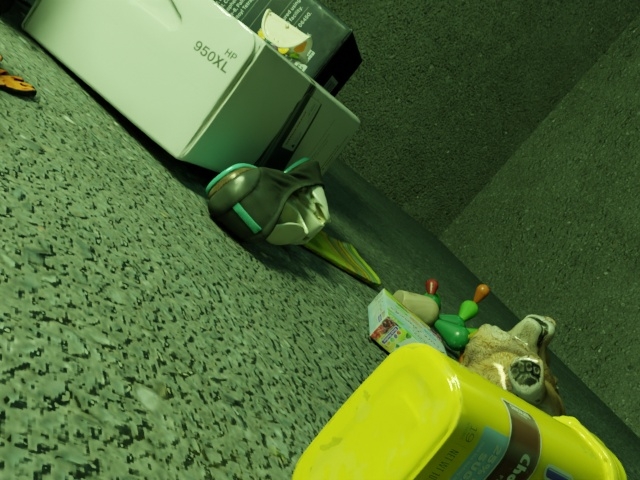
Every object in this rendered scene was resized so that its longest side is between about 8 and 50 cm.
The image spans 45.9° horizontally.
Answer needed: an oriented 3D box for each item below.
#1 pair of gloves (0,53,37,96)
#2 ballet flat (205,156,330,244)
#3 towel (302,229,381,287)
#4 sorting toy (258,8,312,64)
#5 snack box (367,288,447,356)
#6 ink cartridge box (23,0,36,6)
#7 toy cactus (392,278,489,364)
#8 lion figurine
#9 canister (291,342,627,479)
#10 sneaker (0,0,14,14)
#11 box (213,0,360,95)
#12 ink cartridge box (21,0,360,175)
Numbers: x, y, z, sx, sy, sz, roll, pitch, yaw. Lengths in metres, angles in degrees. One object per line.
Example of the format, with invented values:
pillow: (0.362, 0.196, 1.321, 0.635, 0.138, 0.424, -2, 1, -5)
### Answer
pair of gloves: (-0.290, -0.157, 0.665, 0.083, 0.010, 0.074, 42, 9, 9)
ballet flat: (-0.047, -0.038, 0.897, 0.096, 0.095, 0.280, 52, 20, 5)
towel: (0.000, 0.000, 1.098, 0.237, 0.021, 0.102, 31, 13, -48)
sorting toy: (-0.048, -0.287, 1.112, 0.083, 0.045, 0.075, 38, -1, 21)
snack box: (0.106, 0.117, 0.921, 0.100, 0.037, 0.141, 40, 9, -3)
ink cartridge box: (-0.377, -0.443, 1.054, 0.153, 0.208, 0.087, 45, 7, 20)
toy cactus: (0.189, 0.116, 1.132, 0.180, 0.112, 0.219, 25, 24, -27)
lion figurine: (0.245, 0.234, 0.731, 0.240, 0.142, 0.392, 41, 19, -57)
canister: (0.081, 0.139, 0.428, 0.170, 0.126, 0.073, 32, 13, -36)
sneaker: (-0.278, -0.164, 0.569, 0.121, 0.079, 0.217, 44, 17, 2)
box: (-0.188, -0.422, 1.506, 0.471, 0.297, 0.480, 39, 9, -1)
ink cartridge box: (-0.146, -0.215, 1.013, 0.285, 0.166, 0.395, 39, 8, 17)
